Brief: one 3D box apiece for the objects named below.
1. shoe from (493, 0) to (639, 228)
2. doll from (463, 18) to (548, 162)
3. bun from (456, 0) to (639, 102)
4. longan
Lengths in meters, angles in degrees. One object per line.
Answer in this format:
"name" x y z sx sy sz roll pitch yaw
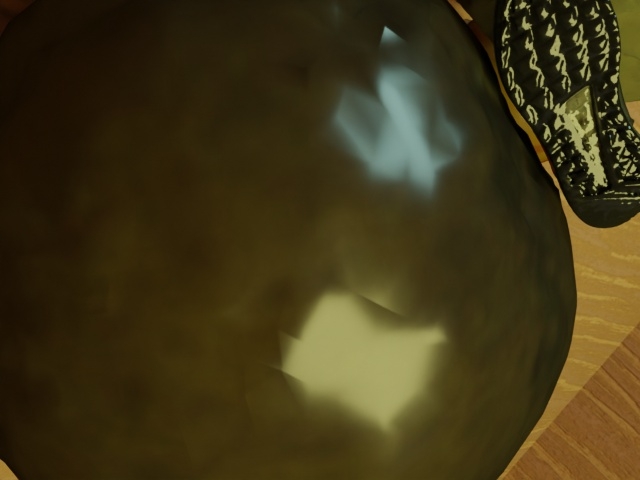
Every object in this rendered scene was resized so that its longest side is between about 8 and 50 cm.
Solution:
"shoe" 0.153 -0.101 0.712 0.074 0.077 0.194 -23 121 11
"doll" 0.112 -0.104 1.024 0.269 0.162 0.166 -36 175 7
"bun" 0.190 -0.218 0.777 0.202 0.364 0.364 -52 156 -14
"longan" -0.043 0.017 0.746 0.404 0.404 0.436 -42 133 -8
